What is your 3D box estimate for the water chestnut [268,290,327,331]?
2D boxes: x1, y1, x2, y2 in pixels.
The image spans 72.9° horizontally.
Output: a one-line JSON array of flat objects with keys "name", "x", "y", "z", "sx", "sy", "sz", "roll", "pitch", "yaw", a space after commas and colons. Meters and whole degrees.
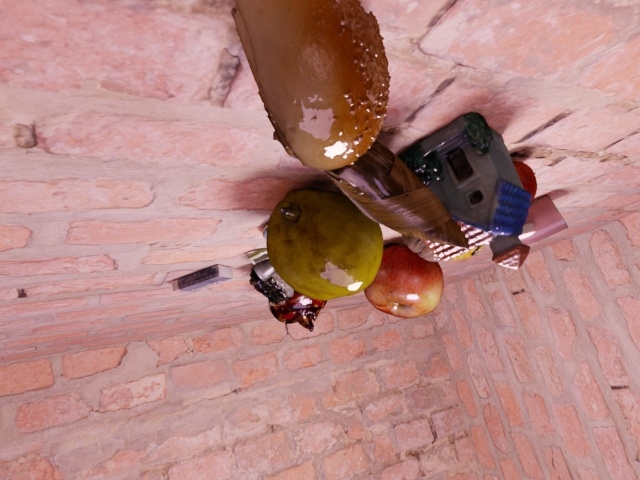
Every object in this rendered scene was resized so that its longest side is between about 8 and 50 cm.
[{"name": "water chestnut", "x": -0.093, "y": 0.272, "z": 1.905, "sx": 0.299, "sy": 0.301, "sz": 0.300, "roll": -13, "pitch": 164, "yaw": -4}]

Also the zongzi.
[{"name": "zongzi", "x": 0.155, "y": -0.091, "z": 0.869, "sx": 0.134, "sy": 0.288, "sz": 0.286, "roll": -53, "pitch": 145, "yaw": 4}]

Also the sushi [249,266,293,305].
[{"name": "sushi", "x": -0.192, "y": 0.154, "z": 1.699, "sx": 0.114, "sy": 0.147, "sz": 0.212, "roll": -13, "pitch": 148, "yaw": 19}]

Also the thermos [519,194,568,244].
[{"name": "thermos", "x": 0.813, "y": -0.051, "z": 1.716, "sx": 0.264, "sy": 0.146, "sz": 0.176, "roll": -32, "pitch": 168, "yaw": 23}]

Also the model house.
[{"name": "model house", "x": 0.338, "y": -0.067, "z": 1.031, "sx": 0.294, "sy": 0.330, "sz": 0.251, "roll": -28, "pitch": 162, "yaw": 36}]

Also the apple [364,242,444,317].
[{"name": "apple", "x": 0.349, "y": 0.170, "z": 1.833, "sx": 0.347, "sy": 0.277, "sz": 0.349, "roll": 13, "pitch": 151, "yaw": 7}]

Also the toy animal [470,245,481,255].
[{"name": "toy animal", "x": 0.570, "y": -0.067, "z": 1.409, "sx": 0.260, "sy": 0.087, "sz": 0.243, "roll": -46, "pitch": -179, "yaw": -15}]

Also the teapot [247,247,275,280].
[{"name": "teapot", "x": -0.190, "y": 0.081, "z": 1.519, "sx": 0.090, "sy": 0.092, "sz": 0.124, "roll": -32, "pitch": 169, "yaw": 3}]

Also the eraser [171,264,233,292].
[{"name": "eraser", "x": -0.434, "y": 0.144, "z": 1.595, "sx": 0.212, "sy": 0.046, "sz": 0.092, "roll": -19, "pitch": 163, "yaw": 18}]

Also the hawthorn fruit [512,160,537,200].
[{"name": "hawthorn fruit", "x": 0.548, "y": -0.158, "z": 1.255, "sx": 0.162, "sy": 0.163, "sz": 0.203, "roll": -26, "pitch": 174, "yaw": 36}]

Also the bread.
[{"name": "bread", "x": 0.006, "y": -0.196, "z": 0.555, "sx": 0.171, "sy": 0.192, "sz": 0.314, "roll": -15, "pitch": 164, "yaw": 8}]

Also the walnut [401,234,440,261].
[{"name": "walnut", "x": 0.369, "y": -0.043, "z": 1.366, "sx": 0.223, "sy": 0.225, "sz": 0.224, "roll": -13, "pitch": 164, "yaw": -4}]

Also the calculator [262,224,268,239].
[{"name": "calculator", "x": -0.036, "y": -0.032, "z": 1.340, "sx": 0.302, "sy": 0.043, "sz": 0.188, "roll": 2, "pitch": 157, "yaw": -36}]

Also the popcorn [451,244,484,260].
[{"name": "popcorn", "x": 0.489, "y": 0.000, "z": 1.589, "sx": 0.203, "sy": 0.200, "sz": 0.226, "roll": -39, "pitch": -165, "yaw": 18}]

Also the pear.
[{"name": "pear", "x": 0.000, "y": 0.000, "z": 1.097, "sx": 0.287, "sy": 0.288, "sz": 0.375, "roll": -20, "pitch": 148, "yaw": 22}]
